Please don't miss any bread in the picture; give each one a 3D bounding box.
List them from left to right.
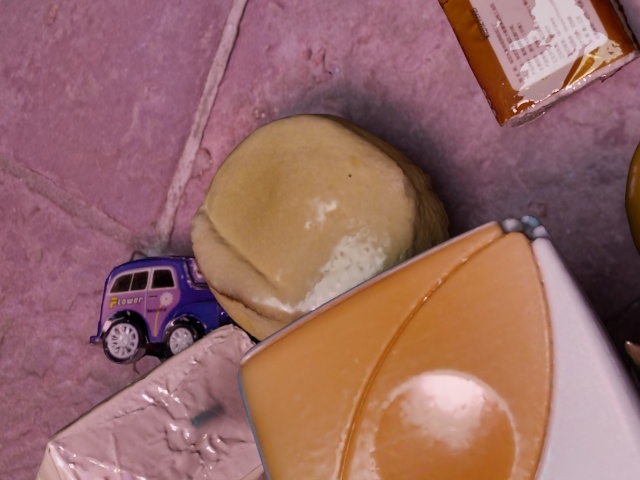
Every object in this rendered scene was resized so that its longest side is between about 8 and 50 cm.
[{"bbox_3d":[0.004,0.001,1.261,0.320,0.237,0.321,-3,82,20],"label":"bread"}]

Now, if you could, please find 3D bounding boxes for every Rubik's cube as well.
[{"bbox_3d":[0.157,0.216,1.020,0.347,0.351,0.352,-28,68,10],"label":"Rubik's cube"}]

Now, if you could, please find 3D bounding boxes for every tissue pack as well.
[{"bbox_3d":[-0.211,0.322,1.295,0.207,0.297,0.380,50,142,14],"label":"tissue pack"},{"bbox_3d":[0.248,-0.269,1.174,0.183,0.092,0.226,-29,83,27],"label":"tissue pack"}]

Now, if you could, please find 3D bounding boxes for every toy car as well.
[{"bbox_3d":[-0.196,0.102,1.416,0.235,0.172,0.158,-3,80,24],"label":"toy car"}]

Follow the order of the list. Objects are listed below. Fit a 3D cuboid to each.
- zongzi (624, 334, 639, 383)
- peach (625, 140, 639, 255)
[{"bbox_3d":[0.460,0.137,0.956,0.322,0.360,0.160,6,81,25],"label":"zongzi"},{"bbox_3d":[0.450,-0.056,1.064,0.251,0.153,0.251,-6,77,26],"label":"peach"}]
